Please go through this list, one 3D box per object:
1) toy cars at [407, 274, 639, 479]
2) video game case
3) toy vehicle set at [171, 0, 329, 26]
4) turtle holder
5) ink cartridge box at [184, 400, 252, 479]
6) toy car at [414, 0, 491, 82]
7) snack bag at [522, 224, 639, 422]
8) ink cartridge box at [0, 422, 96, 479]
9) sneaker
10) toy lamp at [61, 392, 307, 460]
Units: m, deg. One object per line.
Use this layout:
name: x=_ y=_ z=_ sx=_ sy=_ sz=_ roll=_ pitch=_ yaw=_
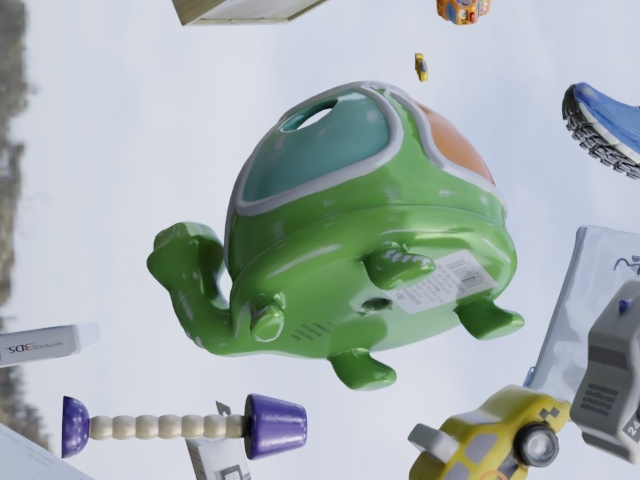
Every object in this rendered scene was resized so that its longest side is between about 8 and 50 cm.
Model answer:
toy cars: x=0.179 y=0.124 z=1.090 sx=0.394 sy=0.087 sz=0.176 roll=-43 pitch=-165 yaw=32
video game case: x=-0.412 y=0.132 z=1.604 sx=0.329 sy=0.300 sz=0.036 roll=152 pitch=-71 yaw=-85
toy vehicle set: x=0.016 y=-0.260 z=1.235 sx=0.267 sy=0.166 sz=0.035 roll=-24 pitch=-95 yaw=34
turtle holder: x=0.019 y=0.001 z=1.276 sx=0.320 sy=0.243 sz=0.227 roll=-39 pitch=-130 yaw=43
ink cartridge box: x=-0.134 y=0.313 z=1.887 sx=0.104 sy=0.060 sz=0.180 roll=175 pitch=-101 yaw=-75
toy car: x=0.138 y=-0.207 z=1.421 sx=0.122 sy=0.060 sz=0.040 roll=107 pitch=-21 yaw=-44
snack bag: x=0.425 y=0.103 z=1.607 sx=0.037 sy=0.343 sz=0.323 roll=80 pitch=28 yaw=-45
ink cartridge box: x=-0.261 y=0.352 z=1.202 sx=0.091 sy=0.308 sz=0.385 roll=-56 pitch=-176 yaw=32
sneaker: x=0.495 y=-0.149 z=1.984 sx=0.147 sy=0.330 sz=0.130 roll=-64 pitch=-171 yaw=-2
toy lamp: x=-0.153 y=0.210 z=1.580 sx=0.080 sy=0.275 sz=0.080 roll=-177 pitch=-90 yaw=-80
